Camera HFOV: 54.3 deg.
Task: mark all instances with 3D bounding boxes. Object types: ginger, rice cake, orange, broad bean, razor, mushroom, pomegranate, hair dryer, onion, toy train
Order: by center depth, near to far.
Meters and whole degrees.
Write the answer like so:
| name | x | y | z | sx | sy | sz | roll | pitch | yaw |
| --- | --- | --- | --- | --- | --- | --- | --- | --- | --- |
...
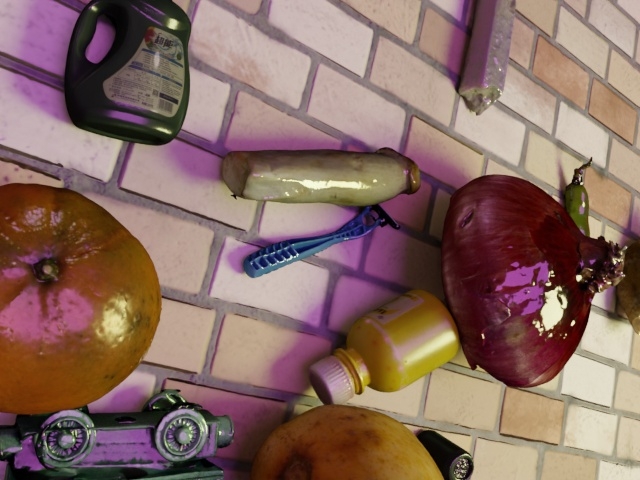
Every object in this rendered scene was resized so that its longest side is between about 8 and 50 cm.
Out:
| name | x | y | z | sx | sy | sz | roll | pitch | yaw |
| --- | --- | --- | --- | --- | --- | --- | --- | --- | --- |
| orange | -0.277 | 0.054 | 0.621 | 0.240 | 0.171 | 0.240 | 14 | 63 | -29 |
| toy train | -0.228 | 0.250 | 0.700 | 0.269 | 0.115 | 0.154 | 7 | 92 | -35 |
| pomegranate | 0.042 | 0.332 | 0.791 | 0.260 | 0.260 | 0.260 | 2 | 86 | -35 |
| mushroom | 0.012 | -0.090 | 0.893 | 0.312 | 0.100 | 0.081 | -5 | 113 | -35 |
| razor | 0.000 | 0.000 | 0.910 | 0.253 | 0.042 | 0.082 | -22 | 58 | -33 |
| hair dryer | 0.144 | 0.388 | 0.970 | 0.198 | 0.100 | 0.057 | -42 | 108 | -13 |
| onion | 0.338 | 0.055 | 0.985 | 0.347 | 0.285 | 0.347 | 23 | 62 | -52 |
| rice cake | 0.317 | -0.426 | 1.137 | 0.064 | 0.070 | 0.399 | 18 | 77 | -29 |
| broad bean | 0.513 | 0.000 | 1.260 | 0.075 | 0.067 | 0.325 | 21 | 71 | -64 |
| ginger | 0.747 | 0.089 | 1.333 | 0.130 | 0.221 | 0.275 | 29 | 80 | -21 |

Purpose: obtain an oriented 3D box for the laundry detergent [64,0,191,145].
| name | x | y | z | sx | sy | sz | roll | pitch | yaw |
| --- | --- | --- | --- | --- | --- | --- | --- | --- | --- |
| laundry detergent | -0.222 | -0.233 | 0.746 | 0.144 | 0.078 | 0.221 | 9 | 83 | -30 |

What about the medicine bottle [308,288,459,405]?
| name | x | y | z | sx | sy | sz | roll | pitch | yaw |
| --- | --- | --- | --- | --- | --- | --- | --- | --- | --- |
| medicine bottle | 0.087 | 0.165 | 0.915 | 0.212 | 0.122 | 0.122 | -25 | 102 | -22 |
